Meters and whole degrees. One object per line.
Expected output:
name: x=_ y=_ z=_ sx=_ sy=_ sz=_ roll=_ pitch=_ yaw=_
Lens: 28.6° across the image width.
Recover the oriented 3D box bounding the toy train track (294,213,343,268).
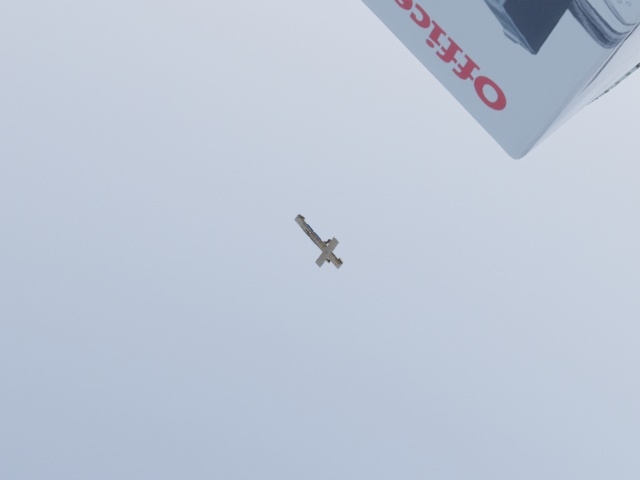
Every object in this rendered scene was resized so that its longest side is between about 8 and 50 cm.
toy train track: x=0.000 y=0.000 z=1.528 sx=0.083 sy=0.048 sz=0.014 roll=48 pitch=-142 yaw=15

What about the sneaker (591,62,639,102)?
sneaker: x=0.236 y=-0.220 z=0.974 sx=0.293 sy=0.102 sz=0.146 roll=-40 pitch=-91 yaw=-17

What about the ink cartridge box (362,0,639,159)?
ink cartridge box: x=0.094 y=-0.186 z=0.495 sx=0.114 sy=0.273 sz=0.197 roll=-38 pitch=-100 yaw=-25
